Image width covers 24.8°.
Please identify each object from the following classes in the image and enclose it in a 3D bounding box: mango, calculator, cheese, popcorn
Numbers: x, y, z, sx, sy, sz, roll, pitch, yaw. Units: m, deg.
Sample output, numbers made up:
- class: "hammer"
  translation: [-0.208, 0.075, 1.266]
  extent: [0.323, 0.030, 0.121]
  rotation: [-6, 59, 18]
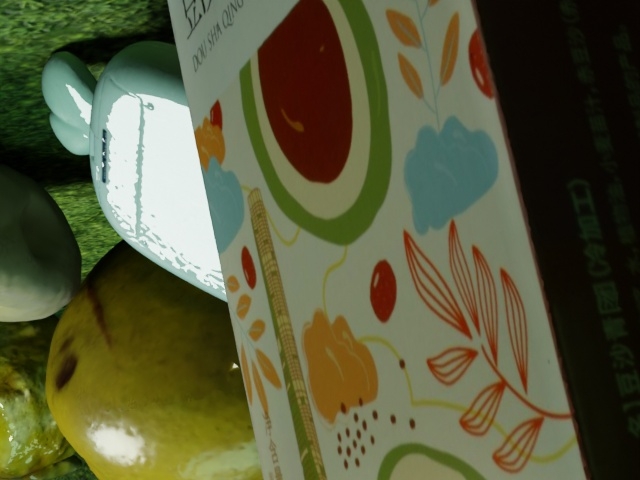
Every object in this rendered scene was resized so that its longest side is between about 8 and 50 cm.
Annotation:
- class: "mango"
  translation: [-0.037, 0.055, 1.288]
  extent: [0.445, 0.221, 0.301]
  rotation: [-36, -146, -20]
- class: "calculator"
  translation: [-0.066, -0.033, 0.950]
  extent: [0.042, 0.295, 0.184]
  rotation: [-48, 158, -40]
- class: "cheese"
  translation: [-0.385, 0.016, 1.137]
  extent: [0.328, 0.130, 0.351]
  rotation: [-16, 166, 11]
- class: "popcorn"
  translation: [-0.401, 0.183, 1.699]
  extent: [0.276, 0.226, 0.276]
  rotation: [-15, 168, -3]

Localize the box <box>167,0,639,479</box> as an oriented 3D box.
- class: "box"
  translation: [0.054, -0.029, 0.683]
  extent: [0.122, 0.385, 0.344]
  rotation: [-8, 168, -22]
